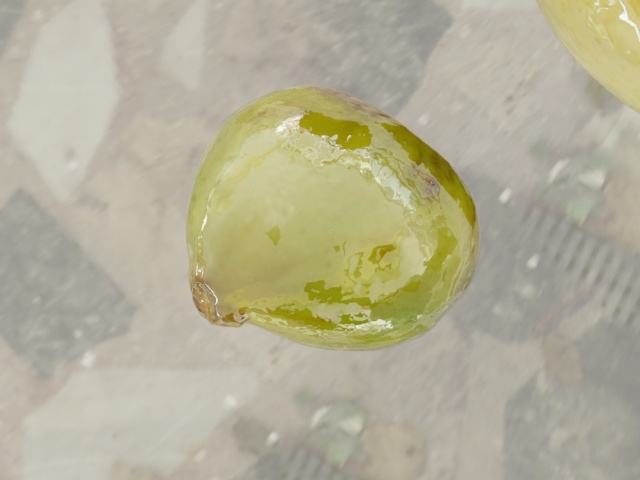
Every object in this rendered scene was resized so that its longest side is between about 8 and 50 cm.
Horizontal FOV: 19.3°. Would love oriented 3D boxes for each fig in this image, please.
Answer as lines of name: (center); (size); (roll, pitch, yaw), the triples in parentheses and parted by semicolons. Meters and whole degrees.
fig: (0.007, -0.010, 0.896); (0.153, 0.136, 0.120); (14, 93, -32)

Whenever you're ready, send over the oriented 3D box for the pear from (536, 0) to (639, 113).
pear: (0.254, -0.204, 1.061); (0.309, 0.309, 0.309); (4, 106, 15)
